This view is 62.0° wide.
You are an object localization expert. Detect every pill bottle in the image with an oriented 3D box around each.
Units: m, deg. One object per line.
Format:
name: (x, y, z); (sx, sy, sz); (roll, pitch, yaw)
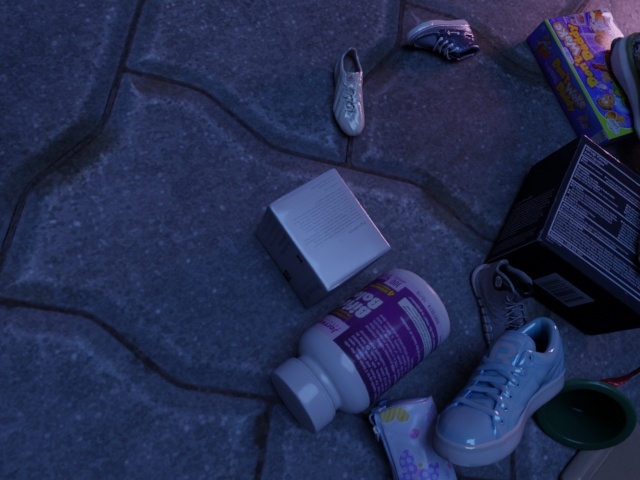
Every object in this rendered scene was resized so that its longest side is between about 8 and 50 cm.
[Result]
pill bottle: (0.068, 0.191, 0.932); (0.301, 0.169, 0.169); (-33, 84, -24)

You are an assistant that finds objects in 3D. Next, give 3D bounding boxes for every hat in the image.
hat: (0.542, 0.306, 1.101); (0.208, 0.173, 0.183); (34, 31, -3)

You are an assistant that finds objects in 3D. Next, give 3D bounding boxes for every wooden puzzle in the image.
wooden puzzle: (0.618, 0.497, 1.065); (0.221, 0.044, 0.239); (-36, 80, -23)

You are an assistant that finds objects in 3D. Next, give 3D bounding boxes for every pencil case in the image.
pencil case: (0.173, 0.407, 0.919); (0.124, 0.113, 0.273); (-5, 74, -42)

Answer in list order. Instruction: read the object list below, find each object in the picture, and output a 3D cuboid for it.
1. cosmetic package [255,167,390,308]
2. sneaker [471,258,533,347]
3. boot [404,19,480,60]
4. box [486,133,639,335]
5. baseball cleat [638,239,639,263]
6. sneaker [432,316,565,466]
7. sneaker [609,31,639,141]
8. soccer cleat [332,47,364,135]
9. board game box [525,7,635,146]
cosmetic package: (0.000, 0.000, 0.986); (0.151, 0.151, 0.184); (-32, 82, -23)
sneaker: (0.382, 0.144, 1.060); (0.086, 0.132, 0.229); (-14, 76, -20)
boot: (0.297, -0.475, 1.276); (0.189, 0.069, 0.086); (-18, 75, -23)
box: (0.568, -0.005, 1.137); (0.296, 0.183, 0.294); (36, 67, -5)
baseball cleat: (0.684, -0.015, 1.042); (0.109, 0.072, 0.206); (25, 70, -16)
sneaker: (0.306, 0.236, 0.918); (0.365, 0.135, 0.150); (-23, 109, -44)
sneaker: (0.838, -0.345, 1.245); (0.158, 0.182, 0.411); (-15, 78, -20)
soccer cleat: (0.062, -0.322, 1.153); (0.068, 0.076, 0.196); (0, 73, -16)
board game box: (0.716, -0.418, 1.376); (0.233, 0.078, 0.347); (-19, 78, -21)
